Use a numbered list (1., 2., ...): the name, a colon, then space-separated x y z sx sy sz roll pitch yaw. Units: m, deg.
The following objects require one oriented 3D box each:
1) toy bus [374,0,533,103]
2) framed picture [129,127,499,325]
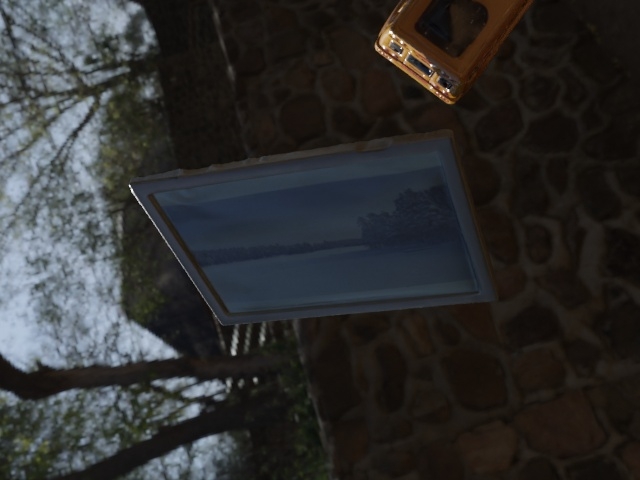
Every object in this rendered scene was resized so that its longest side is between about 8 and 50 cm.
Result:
1. toy bus: 0.126 -0.200 0.607 0.083 0.194 0.088 36 -179 0
2. framed picture: 0.000 0.000 0.771 0.213 0.289 0.016 64 -153 -44
